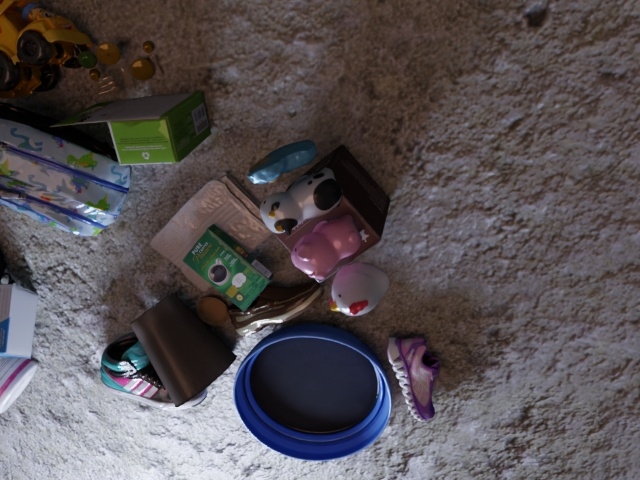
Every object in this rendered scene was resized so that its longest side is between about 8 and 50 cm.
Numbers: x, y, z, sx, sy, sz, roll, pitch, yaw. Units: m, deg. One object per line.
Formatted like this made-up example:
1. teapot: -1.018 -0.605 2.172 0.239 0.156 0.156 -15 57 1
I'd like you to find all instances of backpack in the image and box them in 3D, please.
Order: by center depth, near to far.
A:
1. backpack: -0.581 -0.153 1.336 0.355 0.290 0.273 6 86 -6

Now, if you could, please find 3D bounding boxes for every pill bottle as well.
1. pill bottle: -0.934 0.326 1.705 0.283 0.160 0.160 35 118 -6

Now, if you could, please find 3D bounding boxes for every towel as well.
1. towel: -0.249 -0.013 1.455 0.187 0.049 0.282 44 117 -10

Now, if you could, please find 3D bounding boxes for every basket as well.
1. basket: -0.344 0.254 1.544 0.154 0.204 0.227 -31 96 41

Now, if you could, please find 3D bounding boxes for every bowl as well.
1. bowl: -0.018 0.375 1.562 0.391 0.077 0.391 2 117 4

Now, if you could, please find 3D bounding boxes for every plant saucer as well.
1. plant saucer: -0.266 0.173 1.569 0.083 0.015 0.083 5 117 10

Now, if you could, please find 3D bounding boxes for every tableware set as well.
1. tableware set: -0.415 -0.369 1.309 0.154 0.024 0.104 -19 129 2

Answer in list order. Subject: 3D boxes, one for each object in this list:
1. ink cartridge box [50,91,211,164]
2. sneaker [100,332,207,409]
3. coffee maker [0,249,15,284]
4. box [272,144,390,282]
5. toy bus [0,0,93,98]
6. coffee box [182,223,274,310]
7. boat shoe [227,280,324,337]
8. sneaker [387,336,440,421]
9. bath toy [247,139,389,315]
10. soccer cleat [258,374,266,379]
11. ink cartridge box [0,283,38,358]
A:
1. ink cartridge box: -0.382 -0.229 1.300 0.255 0.189 0.097 -2 117 14
2. sneaker: -0.437 0.324 1.626 0.295 0.124 0.178 8 127 9
3. coffee maker: -0.908 0.065 1.595 0.178 0.120 0.171 -4 116 15
4. box: 0.022 -0.059 1.287 0.168 0.203 0.167 -36 103 24
5. toy bus: -0.612 -0.425 1.292 0.220 0.149 0.211 -26 92 20
6. coffee box: -0.207 0.061 1.425 0.184 0.040 0.113 39 116 -3
7. boat shoe: -0.115 0.144 1.480 0.257 0.095 0.095 -27 101 23
8. sneaker: 0.240 0.324 1.496 0.104 0.095 0.236 -18 110 12
9. bath toy: 0.000 0.000 1.133 0.151 0.129 0.348 -24 109 21
10. soccer cleat: -0.123 0.343 1.617 0.083 0.029 0.036 22 109 -3
11. ink cartridge box: -0.855 0.202 1.562 0.232 0.168 0.171 1 77 -3
